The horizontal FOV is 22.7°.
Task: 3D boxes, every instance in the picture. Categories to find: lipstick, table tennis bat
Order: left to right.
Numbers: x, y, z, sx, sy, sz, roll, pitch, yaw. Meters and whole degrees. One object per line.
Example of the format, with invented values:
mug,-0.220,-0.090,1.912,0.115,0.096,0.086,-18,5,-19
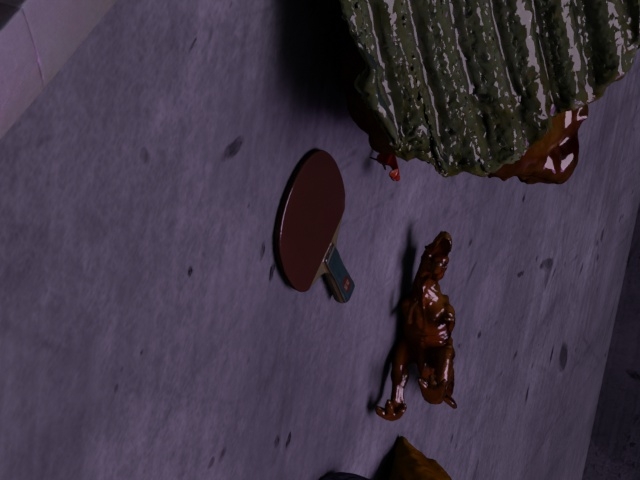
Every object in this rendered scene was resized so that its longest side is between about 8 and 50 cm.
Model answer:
lipstick,-0.203,-0.183,1.148,0.079,0.076,0.371,83,30,-47
table tennis bat,0.000,0.000,1.888,0.154,0.021,0.274,-65,156,-22

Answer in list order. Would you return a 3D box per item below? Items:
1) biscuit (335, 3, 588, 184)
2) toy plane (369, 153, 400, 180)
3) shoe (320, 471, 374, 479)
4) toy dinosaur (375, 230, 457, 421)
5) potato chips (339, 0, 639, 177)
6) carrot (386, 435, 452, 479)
biscuit,0.186,-0.276,1.840,0.343,0.166,0.395,7,99,-49
toy plane,0.119,-0.174,2.001,0.126,0.077,0.194,-22,133,-60
shoe,0.009,0.405,2.113,0.245,0.095,0.137,-35,140,-54
toy dinosaur,0.151,0.179,2.312,0.432,0.097,0.208,89,17,-47
potato chips,0.168,-0.276,1.661,0.358,0.070,0.429,-28,115,-23
carrot,0.175,0.493,2.394,0.340,0.241,0.241,-70,159,-9
